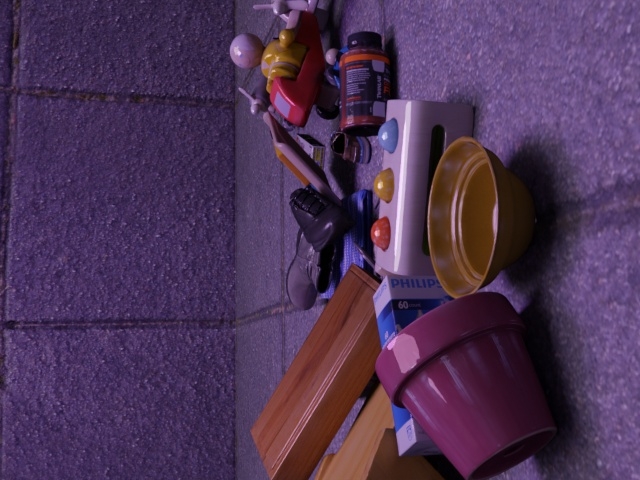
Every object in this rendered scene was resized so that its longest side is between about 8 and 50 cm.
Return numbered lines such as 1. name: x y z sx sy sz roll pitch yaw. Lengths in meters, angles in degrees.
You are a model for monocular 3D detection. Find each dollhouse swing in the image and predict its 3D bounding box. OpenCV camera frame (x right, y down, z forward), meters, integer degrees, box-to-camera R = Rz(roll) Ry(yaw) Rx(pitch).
1. dollhouse swing: 0.167 0.393 1.292 0.315 0.305 0.347 46 154 6

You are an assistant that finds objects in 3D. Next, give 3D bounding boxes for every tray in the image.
1. tray: 0.011 0.256 1.500 0.411 0.076 0.203 -58 21 3

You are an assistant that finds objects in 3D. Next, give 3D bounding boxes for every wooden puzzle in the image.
1. wooden puzzle: -0.051 -0.187 1.829 0.044 0.221 0.239 -40 29 7

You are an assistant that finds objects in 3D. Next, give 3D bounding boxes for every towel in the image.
1. towel: 0.052 0.019 1.795 0.336 0.040 0.243 164 107 -75

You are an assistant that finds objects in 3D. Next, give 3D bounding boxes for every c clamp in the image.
1. c clamp: 0.108 0.054 1.499 0.022 0.137 0.161 -44 7 3

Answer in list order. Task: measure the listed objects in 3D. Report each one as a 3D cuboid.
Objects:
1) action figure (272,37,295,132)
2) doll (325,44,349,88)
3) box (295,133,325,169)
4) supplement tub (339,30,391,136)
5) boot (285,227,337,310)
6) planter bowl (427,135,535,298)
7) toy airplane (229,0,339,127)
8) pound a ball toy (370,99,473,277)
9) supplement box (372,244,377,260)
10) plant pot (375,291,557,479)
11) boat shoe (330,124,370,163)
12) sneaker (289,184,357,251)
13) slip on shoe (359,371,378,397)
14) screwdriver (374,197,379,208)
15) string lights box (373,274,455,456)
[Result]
1. action figure: -0.094 -0.446 2.274 0.185 0.099 0.285 -123 34 -56
2. doll: 0.065 -0.376 1.700 0.189 0.046 0.129 54 142 46
3. box: -0.034 -0.224 2.139 0.207 0.036 0.114 -129 43 -68
4. supplement tub: 0.090 -0.315 1.551 0.106 0.106 0.198 159 111 -74
5. boot: -0.021 0.089 1.876 0.161 0.083 0.247 -123 36 -60
6. planter bowl: 0.227 -0.029 1.041 0.217 0.090 0.217 -179 90 -74
7. toy airplane: -0.091 -0.485 1.919 0.384 0.272 0.386 -139 52 -72
8. pound a ball toy: 0.140 -0.070 1.287 0.208 0.135 0.319 -146 59 -72
9. supplement box: 0.137 -0.007 1.430 0.036 0.062 0.099 -119 34 -62
10. plant pot: 0.196 0.194 0.979 0.180 0.201 0.201 62 151 32
11. boat shoe: 0.058 -0.226 1.736 0.183 0.066 0.066 -121 35 -63
12. sneaker: -0.012 -0.056 1.694 0.130 0.109 0.286 55 169 -12
13. slip on shoe: 0.048 0.279 1.663 0.331 0.123 0.101 142 142 -67
14. screwdriver: 0.126 -0.113 1.561 0.025 0.024 0.170 54 154 16
15. string lights box: 0.169 0.183 1.158 0.077 0.133 0.260 114 153 -56
